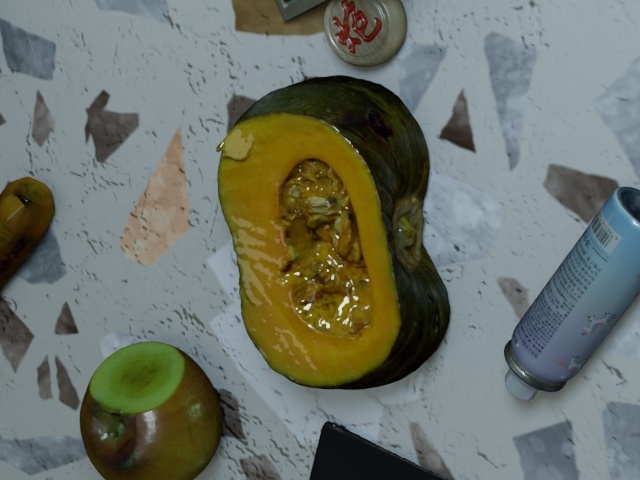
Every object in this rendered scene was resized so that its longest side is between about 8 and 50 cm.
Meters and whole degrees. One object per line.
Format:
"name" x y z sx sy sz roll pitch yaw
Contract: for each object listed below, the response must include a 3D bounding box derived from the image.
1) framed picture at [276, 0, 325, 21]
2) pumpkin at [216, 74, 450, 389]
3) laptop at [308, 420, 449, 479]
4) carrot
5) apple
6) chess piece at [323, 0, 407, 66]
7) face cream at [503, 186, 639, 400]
"framed picture" -0.015 -0.311 1.307 0.250 0.016 0.184 -6 109 65
"pumpkin" 0.000 0.000 1.409 0.222 0.139 0.317 -3 107 30
"laptop" 0.074 0.286 1.527 0.197 0.016 0.135 24 116 22
"carrot" -0.399 0.022 1.705 0.070 0.070 0.260 50 125 9
"apple" -0.190 0.202 1.582 0.146 0.147 0.163 -2 103 32
"chess piece" 0.043 -0.209 1.368 0.083 0.038 0.084 12 112 31
"face cream" 0.241 0.058 1.310 0.075 0.075 0.229 41 123 15
